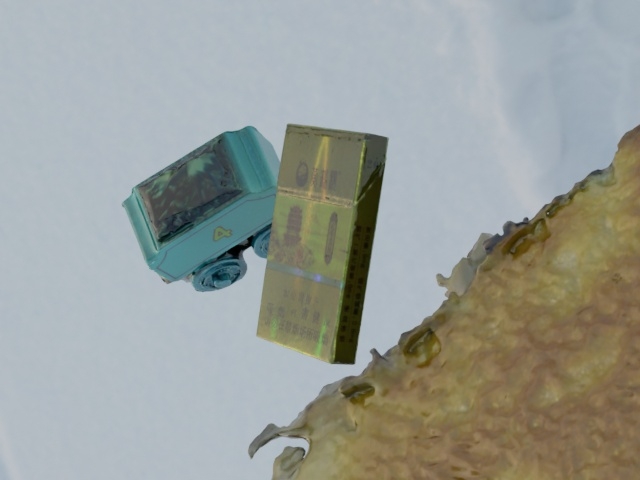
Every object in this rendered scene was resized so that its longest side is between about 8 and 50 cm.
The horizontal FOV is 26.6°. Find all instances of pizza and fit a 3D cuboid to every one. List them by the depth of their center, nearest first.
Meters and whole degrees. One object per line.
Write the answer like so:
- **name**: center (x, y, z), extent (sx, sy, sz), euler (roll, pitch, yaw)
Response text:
- **pizza**: center (0.094, 0.071, 0.607), extent (0.297, 0.189, 0.071), euler (-35, 136, 10)

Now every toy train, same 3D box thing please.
- **toy train**: center (-0.108, -0.028, 1.426), extent (0.198, 0.154, 0.107), euler (-30, 61, 10)

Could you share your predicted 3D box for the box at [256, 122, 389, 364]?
- **box**: center (0.000, 0.000, 1.160), extent (0.121, 0.030, 0.193), euler (13, 97, 54)
